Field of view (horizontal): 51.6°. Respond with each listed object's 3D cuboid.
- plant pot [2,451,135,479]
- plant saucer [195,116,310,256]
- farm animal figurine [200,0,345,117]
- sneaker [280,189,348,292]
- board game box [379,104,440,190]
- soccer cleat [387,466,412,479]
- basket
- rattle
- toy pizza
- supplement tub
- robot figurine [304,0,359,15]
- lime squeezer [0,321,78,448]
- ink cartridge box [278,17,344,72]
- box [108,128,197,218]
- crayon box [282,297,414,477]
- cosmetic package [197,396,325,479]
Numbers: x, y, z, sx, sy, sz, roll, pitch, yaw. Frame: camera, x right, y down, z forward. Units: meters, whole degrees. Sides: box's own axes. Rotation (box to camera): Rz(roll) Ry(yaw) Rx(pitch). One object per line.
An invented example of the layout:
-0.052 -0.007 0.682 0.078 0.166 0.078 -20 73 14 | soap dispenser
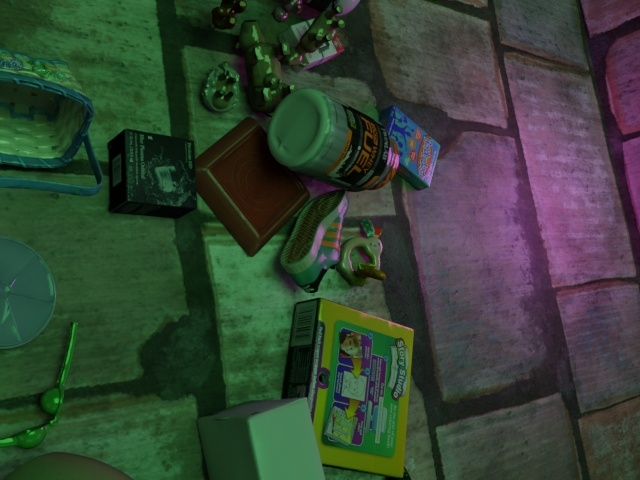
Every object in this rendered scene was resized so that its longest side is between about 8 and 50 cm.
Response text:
-0.424 0.458 1.067 0.284 0.284 0.191 -25 59 -40 | plant pot
-0.155 -0.137 1.566 0.259 0.048 0.258 53 52 -14 | plant saucer
-0.121 -0.456 1.606 0.331 0.172 0.326 4 94 -24 | farm animal figurine
0.000 0.000 1.627 0.302 0.108 0.121 -60 135 -39 | sneaker
0.250 -0.268 1.928 0.210 0.047 0.160 34 59 -28 | board game box
0.193 0.616 1.628 0.072 0.060 0.178 -23 95 -39 | soccer cleat
-0.531 -0.200 1.156 0.255 0.201 0.288 4 53 -39 | basket
0.138 0.016 1.704 0.130 0.143 0.199 40 60 -1 | rattle
-0.564 0.091 1.165 0.201 0.032 0.201 23 59 -46 | toy pizza
0.042 -0.228 1.591 0.316 0.194 0.193 13 69 -49 | supplement tub
-0.013 -0.707 1.737 0.278 0.173 0.209 20 57 -17 | robot figurine
-0.505 0.290 1.163 0.110 0.059 0.310 41 56 -5 | lime squeezer
-0.024 -0.526 1.768 0.150 0.063 0.109 -33 99 -40 | ink cartridge box
-0.349 -0.136 1.380 0.158 0.093 0.155 5 75 -39 | box
0.068 0.353 1.571 0.313 0.106 0.362 23 65 -34 | crayon box
-0.100 0.519 1.320 0.156 0.217 0.384 -7 84 -39 | cosmetic package
